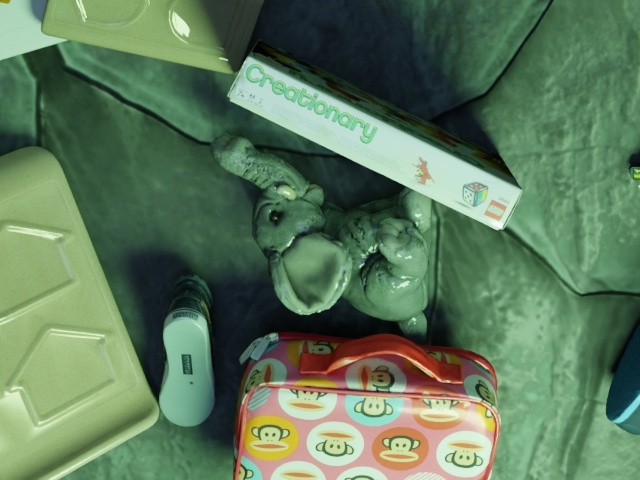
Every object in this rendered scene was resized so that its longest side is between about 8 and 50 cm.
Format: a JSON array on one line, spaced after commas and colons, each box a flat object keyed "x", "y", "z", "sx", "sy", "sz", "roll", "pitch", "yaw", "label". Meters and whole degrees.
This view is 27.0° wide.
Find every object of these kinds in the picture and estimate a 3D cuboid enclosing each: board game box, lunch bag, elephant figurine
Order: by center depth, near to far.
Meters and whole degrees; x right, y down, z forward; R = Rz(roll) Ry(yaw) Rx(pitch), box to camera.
[{"x": 0.056, "y": -0.116, "z": 1.396, "sx": 0.305, "sy": 0.193, "sz": 0.053, "roll": 25, "pitch": 103, "yaw": -6, "label": "board game box"}, {"x": 0.000, "y": 0.000, "z": 1.457, "sx": 0.240, "sy": 0.169, "sz": 0.186, "roll": 2, "pitch": 68, "yaw": 5, "label": "elephant figurine"}, {"x": 0.049, "y": 0.207, "z": 1.475, "sx": 0.293, "sy": 0.120, "sz": 0.258, "roll": 6, "pitch": 125, "yaw": -2, "label": "lunch bag"}]

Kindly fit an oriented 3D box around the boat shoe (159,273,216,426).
[{"x": -0.147, "y": 0.128, "z": 1.528, "sx": 0.065, "sy": 0.083, "sz": 0.183, "roll": 6, "pitch": 131, "yaw": 0, "label": "boat shoe"}]

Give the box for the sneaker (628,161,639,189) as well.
[{"x": 0.379, "y": -0.093, "z": 1.480, "sx": 0.035, "sy": 0.031, "sz": 0.083, "roll": 43, "pitch": 100, "yaw": -9, "label": "sneaker"}]

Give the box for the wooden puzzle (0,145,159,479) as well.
[{"x": -0.378, "y": 0.110, "z": 1.452, "sx": 0.322, "sy": 0.080, "sz": 0.347, "roll": -28, "pitch": 100, "yaw": -32, "label": "wooden puzzle"}]

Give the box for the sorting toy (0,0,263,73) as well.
[{"x": -0.200, "y": -0.285, "z": 1.320, "sx": 0.307, "sy": 0.041, "sz": 0.229, "roll": 10, "pitch": 132, "yaw": -18, "label": "sorting toy"}]

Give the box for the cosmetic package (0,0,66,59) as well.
[{"x": -0.341, "y": -0.327, "z": 1.342, "sx": 0.377, "sy": 0.097, "sz": 0.284, "roll": -15, "pitch": 128, "yaw": 4, "label": "cosmetic package"}]

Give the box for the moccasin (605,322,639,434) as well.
[{"x": 0.450, "y": 0.085, "z": 1.471, "sx": 0.117, "sy": 0.137, "sz": 0.342, "roll": 31, "pitch": 103, "yaw": -11, "label": "moccasin"}]
